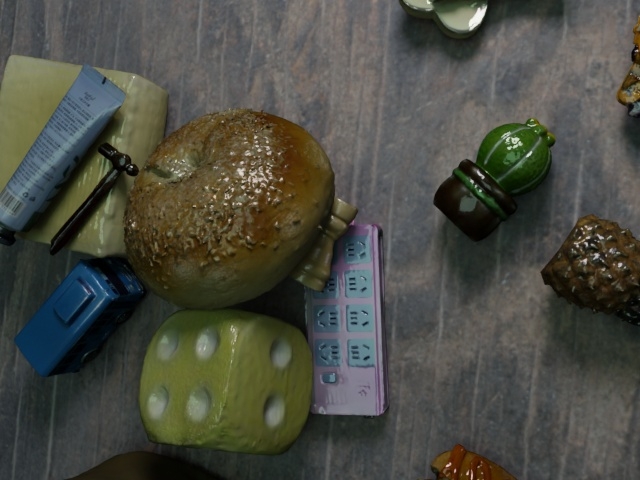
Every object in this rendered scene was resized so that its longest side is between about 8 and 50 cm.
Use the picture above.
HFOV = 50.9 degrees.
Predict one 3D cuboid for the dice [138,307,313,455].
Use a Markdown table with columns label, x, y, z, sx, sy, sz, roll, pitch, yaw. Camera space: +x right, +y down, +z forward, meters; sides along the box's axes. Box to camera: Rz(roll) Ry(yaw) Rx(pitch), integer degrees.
| label | x | y | z | sx | sy | sz | roll | pitch | yaw |
| --- | --- | --- | --- | --- | --- | --- | --- | --- | --- |
| dice | -0.120 | 0.187 | 0.876 | 0.166 | 0.169 | 0.169 | -7 | 67 | 36 |

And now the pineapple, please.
| label | x | y | z | sx | sy | sz | roll | pitch | yaw |
| --- | --- | --- | --- | --- | --- | --- | --- | --- | --- |
| pineapple | 0.382 | 0.070 | 0.778 | 0.237 | 0.119 | 0.111 | 35 | 73 | 16 |

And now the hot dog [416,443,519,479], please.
| label | x | y | z | sx | sy | sz | roll | pitch | yaw |
| --- | --- | --- | --- | --- | --- | --- | --- | --- | --- |
| hot dog | 0.259 | 0.395 | 0.797 | 0.349 | 0.117 | 0.158 | 37 | 90 | 15 |

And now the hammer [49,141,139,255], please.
| label | x | y | z | sx | sy | sz | roll | pitch | yaw |
| --- | --- | --- | --- | --- | --- | --- | --- | --- | --- |
| hammer | -0.323 | -0.052 | 0.931 | 0.065 | 0.021 | 0.178 | 42 | 99 | 7 |

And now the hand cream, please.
| label | x | y | z | sx | sy | sz | roll | pitch | yaw |
| --- | --- | --- | --- | --- | --- | --- | --- | --- | --- |
| hand cream | -0.369 | -0.112 | 0.927 | 0.091 | 0.058 | 0.271 | 38 | 95 | 22 |

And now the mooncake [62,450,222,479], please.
| label | x | y | z | sx | sy | sz | roll | pitch | yaw |
| --- | --- | --- | --- | --- | --- | --- | --- | --- | --- |
| mooncake | -0.264 | 0.533 | 0.893 | 0.467 | 0.262 | 0.467 | 0 | 90 | 19 |

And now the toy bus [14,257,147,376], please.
| label | x | y | z | sx | sy | sz | roll | pitch | yaw |
| --- | --- | --- | --- | --- | --- | --- | --- | --- | --- |
| toy bus | -0.361 | 0.113 | 1.014 | 0.090 | 0.106 | 0.185 | 46 | 101 | 16 |

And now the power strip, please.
| label | x | y | z | sx | sy | sz | roll | pitch | yaw |
| --- | --- | --- | --- | --- | --- | --- | --- | --- | --- |
| power strip | 0.035 | 0.107 | 0.923 | 0.109 | 0.037 | 0.279 | -3 | 88 | 17 |

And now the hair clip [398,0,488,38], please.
| label | x | y | z | sx | sy | sz | roll | pitch | yaw |
| --- | --- | --- | --- | --- | --- | --- | --- | --- | --- |
| hair clip | 0.205 | -0.349 | 0.864 | 0.218 | 0.071 | 0.159 | -8 | 83 | 12 |

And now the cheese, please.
| label | x | y | z | sx | sy | sz | roll | pitch | yaw |
| --- | --- | --- | --- | --- | --- | --- | --- | --- | --- |
| cheese | -0.371 | -0.124 | 1.014 | 0.242 | 0.124 | 0.266 | 12 | 92 | 12 |

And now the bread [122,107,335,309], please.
| label | x | y | z | sx | sy | sz | roll | pitch | yaw |
| --- | --- | --- | --- | --- | --- | --- | --- | --- | --- |
| bread | -0.132 | -0.053 | 0.860 | 0.305 | 0.159 | 0.306 | -21 | 44 | 22 |

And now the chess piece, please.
| label | x | y | z | sx | sy | sz | roll | pitch | yaw |
| --- | --- | --- | --- | --- | --- | --- | --- | --- | --- |
| chess piece | 0.000 | 0.000 | 0.887 | 0.066 | 0.066 | 0.122 | 27 | 92 | 17 |

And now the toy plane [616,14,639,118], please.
| label | x | y | z | sx | sy | sz | roll | pitch | yaw |
| --- | --- | --- | --- | --- | --- | --- | --- | --- | --- |
| toy plane | 0.513 | -0.225 | 0.747 | 0.316 | 0.103 | 0.204 | 7 | 105 | 8 |

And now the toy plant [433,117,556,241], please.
| label | x | y | z | sx | sy | sz | roll | pitch | yaw |
| --- | --- | --- | --- | --- | --- | --- | --- | --- | --- |
| toy plant | 0.222 | -0.081 | 0.842 | 0.093 | 0.093 | 0.162 | 44 | 98 | 14 |
